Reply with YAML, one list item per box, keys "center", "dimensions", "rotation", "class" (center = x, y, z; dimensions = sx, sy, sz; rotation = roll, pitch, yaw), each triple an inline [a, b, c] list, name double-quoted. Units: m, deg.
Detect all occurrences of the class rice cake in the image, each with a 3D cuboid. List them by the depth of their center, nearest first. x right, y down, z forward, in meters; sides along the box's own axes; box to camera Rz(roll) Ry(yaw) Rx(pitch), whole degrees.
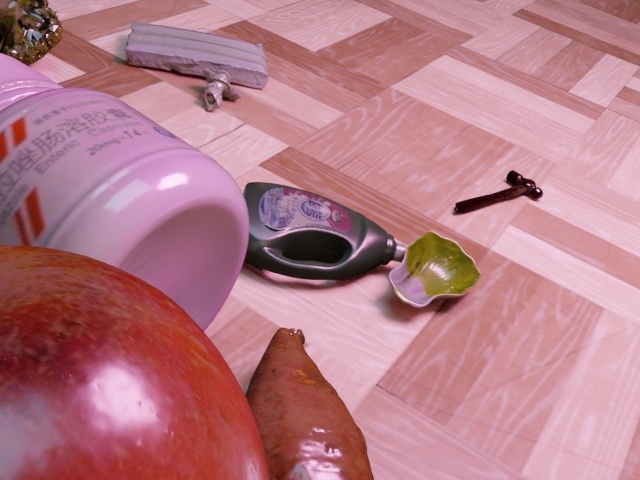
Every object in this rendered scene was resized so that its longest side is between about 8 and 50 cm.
- center: [-0.204, -0.314, 1.287]
  dimensions: [0.237, 0.043, 0.127]
  rotation: [7, 38, -10]
  class: "rice cake"

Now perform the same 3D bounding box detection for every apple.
- center: [-0.201, 0.163, 0.432]
  dimensions: [0.349, 0.276, 0.348]
  rotation: [-5, 25, 3]
  class: "apple"

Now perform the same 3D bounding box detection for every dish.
- center: [0.128, 0.048, 0.925]
  dimensions: [0.091, 0.039, 0.137]
  rotation: [45, 48, 17]
  class: "dish"

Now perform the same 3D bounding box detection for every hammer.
- center: [0.257, -0.066, 1.145]
  dimensions: [0.178, 0.021, 0.065]
  rotation: [-18, 47, -33]
  class: "hammer"

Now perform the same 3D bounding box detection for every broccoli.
- center: [-0.455, -0.320, 1.141]
  dimensions: [0.131, 0.120, 0.130]
  rotation: [-17, 71, -13]
  class: "broccoli"

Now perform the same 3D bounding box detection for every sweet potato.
- center: [-0.022, 0.179, 0.622]
  dimensions: [0.131, 0.131, 0.336]
  rotation: [5, 37, -14]
  class: "sweet potato"

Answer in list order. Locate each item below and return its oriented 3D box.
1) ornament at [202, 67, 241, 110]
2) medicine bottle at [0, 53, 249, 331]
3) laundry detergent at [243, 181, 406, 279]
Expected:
- center: [-0.161, -0.242, 1.210]
  dimensions: [0.068, 0.041, 0.092]
  rotation: [47, 30, 5]
  class: "ornament"
- center: [-0.246, -0.027, 0.719]
  dimensions: [0.302, 0.241, 0.241]
  rotation: [33, 39, 23]
  class: "medicine bottle"
- center: [0.000, 0.000, 0.928]
  dimensions: [0.211, 0.063, 0.137]
  rotation: [15, 38, -4]
  class: "laundry detergent"
